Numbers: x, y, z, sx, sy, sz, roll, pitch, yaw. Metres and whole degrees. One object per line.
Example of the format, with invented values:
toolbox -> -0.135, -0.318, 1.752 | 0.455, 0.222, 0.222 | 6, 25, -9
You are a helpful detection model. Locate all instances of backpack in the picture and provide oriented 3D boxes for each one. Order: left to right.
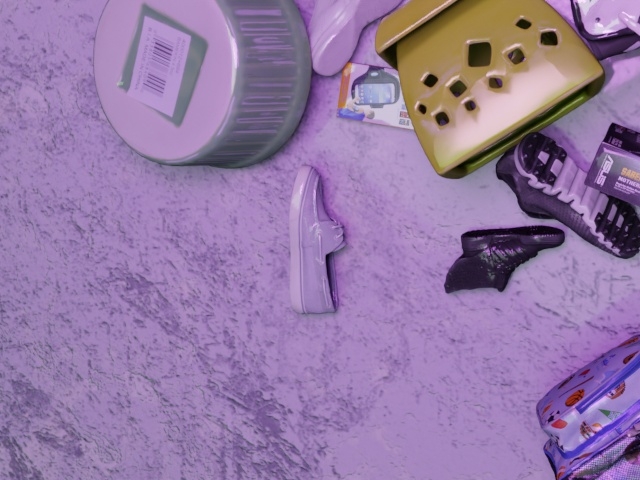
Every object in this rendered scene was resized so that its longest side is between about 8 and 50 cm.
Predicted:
backpack -> 0.413, 0.236, 1.184 | 0.263, 0.276, 0.213 | -31, 90, 8

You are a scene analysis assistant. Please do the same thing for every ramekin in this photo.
ramekin -> -0.176, -0.245, 1.308 | 0.303, 0.148, 0.304 | 7, 104, 32

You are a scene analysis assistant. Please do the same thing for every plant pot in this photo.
plant pot -> 0.202, -0.221, 1.172 | 0.228, 0.227, 0.207 | -33, 85, 13

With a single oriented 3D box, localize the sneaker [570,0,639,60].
sneaker -> 0.436, -0.238, 0.980 | 0.257, 0.169, 0.448 | -44, 75, 28

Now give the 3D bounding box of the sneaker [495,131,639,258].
sneaker -> 0.326, -0.054, 1.241 | 0.234, 0.106, 0.078 | 36, 70, -16

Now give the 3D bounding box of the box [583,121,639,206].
box -> 0.421, -0.075, 1.124 | 0.183, 0.231, 0.056 | 24, 110, 14

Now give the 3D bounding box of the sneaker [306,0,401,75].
sneaker -> 0.042, -0.337, 1.299 | 0.212, 0.080, 0.094 | -47, 54, 12

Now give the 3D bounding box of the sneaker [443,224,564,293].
sneaker -> 0.255, 0.030, 1.299 | 0.170, 0.051, 0.089 | -3, 106, 18

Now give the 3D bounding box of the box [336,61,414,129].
box -> 0.094, -0.204, 1.323 | 0.136, 0.028, 0.081 | 12, 102, 19

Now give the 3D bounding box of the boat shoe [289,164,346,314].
boat shoe -> 0.000, 0.001, 1.372 | 0.081, 0.079, 0.228 | 4, 107, 12
